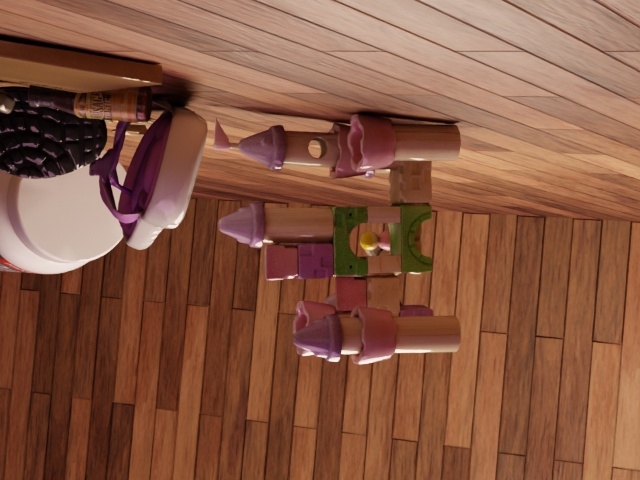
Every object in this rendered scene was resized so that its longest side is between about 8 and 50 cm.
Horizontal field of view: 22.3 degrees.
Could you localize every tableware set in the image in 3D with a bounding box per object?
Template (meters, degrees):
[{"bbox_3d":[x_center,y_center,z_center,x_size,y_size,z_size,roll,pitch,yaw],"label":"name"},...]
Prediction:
[{"bbox_3d":[-0.286,-0.149,2.099,0.168,0.020,0.141,5,178,4],"label":"tableware set"}]

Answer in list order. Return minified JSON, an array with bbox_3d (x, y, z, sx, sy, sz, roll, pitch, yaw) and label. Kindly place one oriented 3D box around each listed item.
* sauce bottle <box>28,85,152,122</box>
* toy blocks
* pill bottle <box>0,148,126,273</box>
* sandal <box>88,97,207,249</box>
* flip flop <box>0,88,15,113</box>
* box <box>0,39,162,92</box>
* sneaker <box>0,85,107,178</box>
[{"bbox_3d":[-0.243,-0.148,1.711,0.128,0.042,0.042,3,178,3],"label":"sauce bottle"},{"bbox_3d":[0.000,0.000,1.926,0.260,0.289,0.309,-1,-178,-13],"label":"toy blocks"},{"bbox_3d":[-0.421,-0.055,2.392,0.210,0.210,0.363,6,178,-27],"label":"pill bottle"},{"bbox_3d":[-0.204,-0.089,1.828,0.102,0.169,0.416,18,172,-12],"label":"sandal"},{"bbox_3d":[-0.454,-0.147,1.683,0.277,0.080,0.112,4,178,-1],"label":"flip flop"},{"bbox_3d":[-0.276,-0.167,1.545,0.201,0.021,0.164,7,177,-37],"label":"box"},{"bbox_3d":[-0.377,-0.142,1.811,0.283,0.107,0.124,1,-152,-2],"label":"sneaker"}]
